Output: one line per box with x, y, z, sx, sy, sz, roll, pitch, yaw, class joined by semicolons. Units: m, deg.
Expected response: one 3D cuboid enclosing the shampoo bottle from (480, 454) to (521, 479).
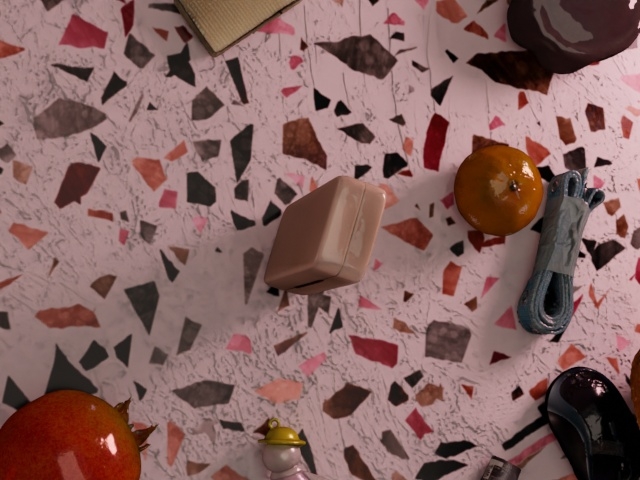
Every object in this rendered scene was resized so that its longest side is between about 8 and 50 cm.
0.265;0.460;1.809;0.064;0.057;0.207;29;76;-11;shampoo bottle

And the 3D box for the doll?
-0.049;0.381;1.721;0.129;0.081;0.207;-15;84;-4;doll

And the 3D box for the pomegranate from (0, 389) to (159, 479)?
-0.355;0.319;1.584;0.257;0.221;0.220;-26;91;-43;pomegranate

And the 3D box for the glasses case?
0.000;0.000;1.645;0.076;0.336;0.144;19;80;-13;glasses case

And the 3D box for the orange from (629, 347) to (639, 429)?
0.670;0.276;1.791;0.293;0.340;0.340;-18;88;17;orange

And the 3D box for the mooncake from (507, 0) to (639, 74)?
0.448;-0.416;1.924;0.245;0.133;0.244;2;83;-16;mooncake

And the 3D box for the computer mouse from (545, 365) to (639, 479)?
0.477;0.326;1.864;0.137;0.096;0.233;-27;90;-17;computer mouse

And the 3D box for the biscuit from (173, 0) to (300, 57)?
-0.131;-0.401;1.812;0.199;0.040;0.121;-36;91;-18;biscuit

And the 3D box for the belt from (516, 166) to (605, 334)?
0.417;0.018;1.898;0.087;0.072;0.302;18;81;-9;belt

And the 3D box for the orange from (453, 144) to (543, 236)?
0.303;-0.085;1.850;0.156;0.124;0.156;2;80;-14;orange
